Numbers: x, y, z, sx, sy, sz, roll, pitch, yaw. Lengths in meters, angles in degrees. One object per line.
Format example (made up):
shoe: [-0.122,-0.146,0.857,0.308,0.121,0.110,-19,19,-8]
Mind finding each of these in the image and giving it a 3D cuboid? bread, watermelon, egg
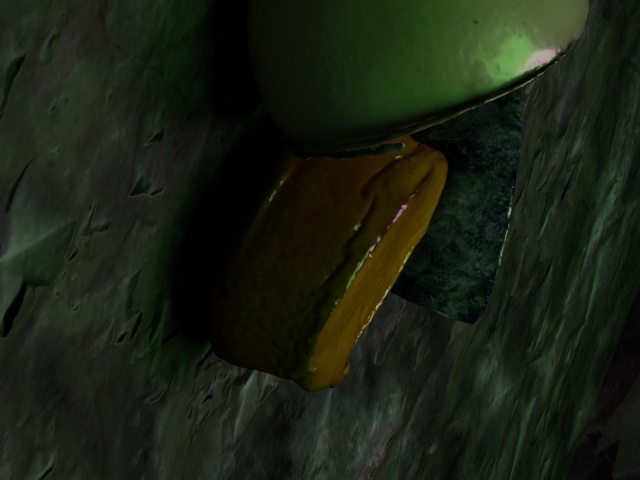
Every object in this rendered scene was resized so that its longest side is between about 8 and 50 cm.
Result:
bread: [0.000,0.000,1.348,0.270,0.142,0.195,-55,164,-28]
watermelon: [0.123,-0.055,1.690,0.226,0.148,0.318,102,0,-61]
egg: [0.069,-0.202,1.260,0.286,0.264,0.174,-29,115,-22]
